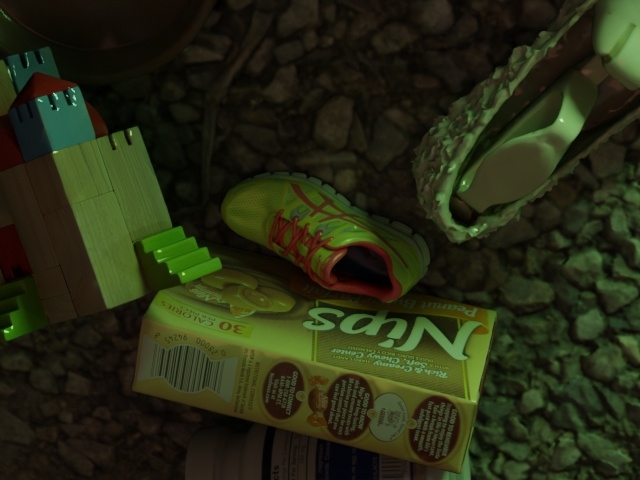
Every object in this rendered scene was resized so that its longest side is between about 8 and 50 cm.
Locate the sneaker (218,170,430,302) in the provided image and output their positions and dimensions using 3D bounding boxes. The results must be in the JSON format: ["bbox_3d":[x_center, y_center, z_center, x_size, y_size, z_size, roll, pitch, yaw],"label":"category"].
[{"bbox_3d":[0.000,0.000,1.782,0.208,0.094,0.081,18,119,4],"label":"sneaker"}]

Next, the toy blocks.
[{"bbox_3d":[-0.278,-0.052,1.739,0.381,0.190,0.261,-14,95,50],"label":"toy blocks"}]

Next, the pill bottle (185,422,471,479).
[{"bbox_3d":[0.008,0.241,1.863,0.264,0.153,0.153,-3,114,14],"label":"pill bottle"}]

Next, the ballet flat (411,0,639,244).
[{"bbox_3d":[0.240,-0.134,1.649,0.147,0.147,0.409,41,115,-9],"label":"ballet flat"}]

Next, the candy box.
[{"bbox_3d":[-0.001,0.104,1.782,0.316,0.183,0.088,14,117,5],"label":"candy box"}]

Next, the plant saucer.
[{"bbox_3d":[-0.220,-0.278,1.727,0.277,0.041,0.278,5,116,10],"label":"plant saucer"}]
